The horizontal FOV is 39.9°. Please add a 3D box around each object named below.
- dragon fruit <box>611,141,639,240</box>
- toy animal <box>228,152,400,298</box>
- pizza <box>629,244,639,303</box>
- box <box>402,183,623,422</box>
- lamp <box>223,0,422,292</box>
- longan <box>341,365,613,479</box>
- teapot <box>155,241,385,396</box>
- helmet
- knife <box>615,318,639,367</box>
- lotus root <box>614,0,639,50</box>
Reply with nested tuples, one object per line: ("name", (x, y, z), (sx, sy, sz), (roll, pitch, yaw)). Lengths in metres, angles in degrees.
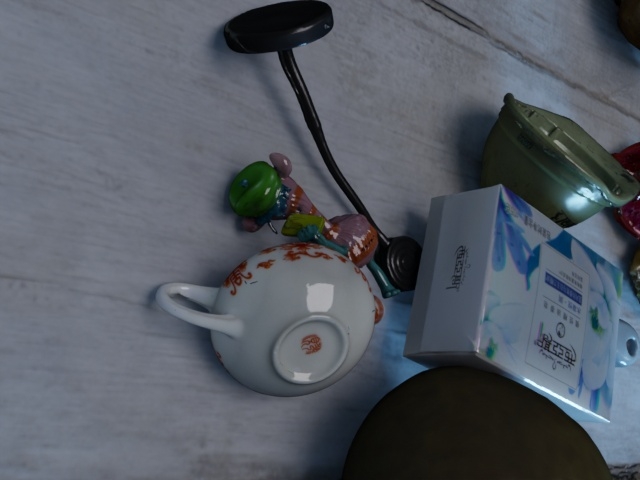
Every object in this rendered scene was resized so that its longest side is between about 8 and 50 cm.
("dragon fruit", (0.588, -0.085, 1.430), (0.211, 0.262, 0.134), (-67, 166, -51))
("toy animal", (0.000, 0.000, 0.912), (0.100, 0.103, 0.208), (-39, 120, 7))
("pizza", (0.557, 0.092, 1.436), (0.185, 0.052, 0.195), (-25, 95, -49))
("box", (0.241, 0.085, 1.058), (0.274, 0.116, 0.203), (29, 64, -35))
("lamp", (0.035, -0.092, 0.951), (0.130, 0.108, 0.371), (-43, 111, -41))
("longan", (0.157, 0.270, 0.897), (0.297, 0.297, 0.297), (9, 77, -41))
("teapot", (-0.036, 0.076, 0.846), (0.245, 0.159, 0.116), (18, 30, -23))
("helmet", (0.295, -0.081, 1.172), (0.257, 0.137, 0.204), (7, 39, -49))
("knife", (0.341, 0.103, 1.252), (0.331, 0.044, 0.080), (29, 71, -29))
("lotus root", (0.599, -0.405, 1.471), (0.272, 0.192, 0.272), (2, 79, -13))
